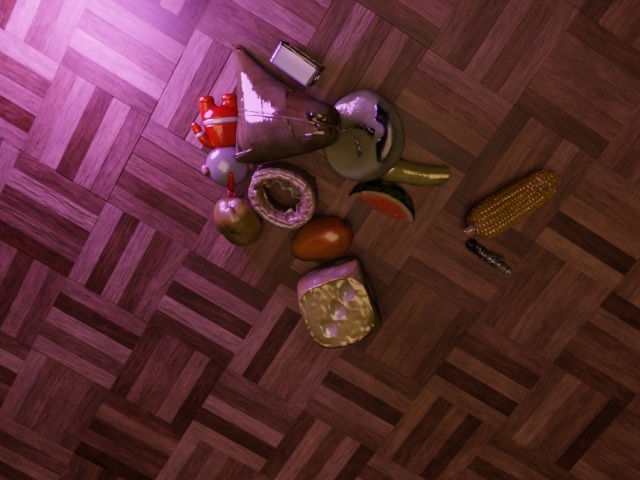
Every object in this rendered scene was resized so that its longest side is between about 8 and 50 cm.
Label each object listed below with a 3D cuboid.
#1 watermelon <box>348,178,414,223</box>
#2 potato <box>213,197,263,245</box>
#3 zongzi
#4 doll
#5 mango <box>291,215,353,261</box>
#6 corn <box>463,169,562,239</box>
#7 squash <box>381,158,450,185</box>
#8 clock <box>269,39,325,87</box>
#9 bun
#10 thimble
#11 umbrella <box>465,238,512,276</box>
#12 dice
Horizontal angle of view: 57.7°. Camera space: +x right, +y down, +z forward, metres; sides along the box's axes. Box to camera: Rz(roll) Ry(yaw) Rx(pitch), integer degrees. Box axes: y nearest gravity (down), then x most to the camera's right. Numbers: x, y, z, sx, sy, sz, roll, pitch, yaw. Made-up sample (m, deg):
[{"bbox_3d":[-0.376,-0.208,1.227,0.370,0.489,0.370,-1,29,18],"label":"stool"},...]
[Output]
[{"bbox_3d":[0.220,-0.136,1.952,0.245,0.063,0.119,22,137,-4],"label":"watermelon"},{"bbox_3d":[-0.274,-0.064,1.940,0.154,0.200,0.137,-19,60,-5],"label":"potato"},{"bbox_3d":[-0.076,-0.437,1.759,0.447,0.181,0.418,-6,92,30],"label":"zongzi"},{"bbox_3d":[-0.312,-0.306,1.904,0.199,0.105,0.336,-12,101,-18],"label":"doll"},{"bbox_3d":[0.000,-0.006,1.967,0.221,0.120,0.152,-10,107,13],"label":"mango"},{"bbox_3d":[0.625,-0.116,1.902,0.347,0.130,0.130,-33,102,11],"label":"corn"},{"bbox_3d":[0.299,-0.225,1.911,0.250,0.083,0.083,9,106,-1],"label":"squash"},{"bbox_3d":[-0.067,-0.540,1.781,0.144,0.193,0.073,34,106,-6],"label":"clock"},{"bbox_3d":[0.149,-0.324,1.833,0.283,0.179,0.283,4,97,32],"label":"bun"},{"bbox_3d":[-0.120,-0.151,1.919,0.229,0.148,0.196,19,109,-2],"label":"thimble"},{"bbox_3d":[0.581,0.059,1.992,0.188,0.046,0.050,36,143,-7],"label":"umbrella"},{"bbox_3d":[0.064,0.207,1.968,0.233,0.227,0.238,-20,103,8],"label":"dice"}]
